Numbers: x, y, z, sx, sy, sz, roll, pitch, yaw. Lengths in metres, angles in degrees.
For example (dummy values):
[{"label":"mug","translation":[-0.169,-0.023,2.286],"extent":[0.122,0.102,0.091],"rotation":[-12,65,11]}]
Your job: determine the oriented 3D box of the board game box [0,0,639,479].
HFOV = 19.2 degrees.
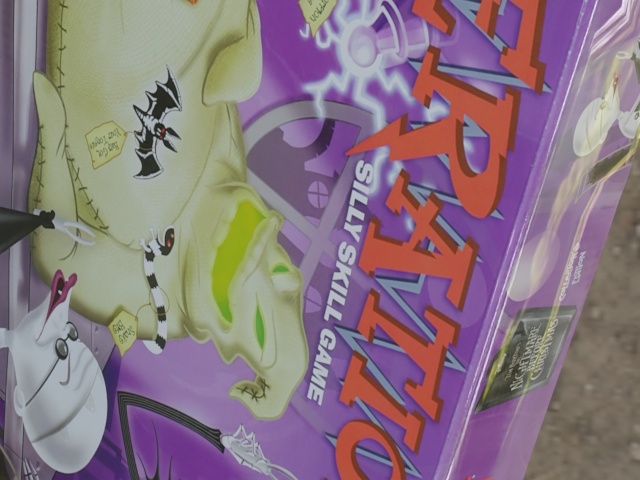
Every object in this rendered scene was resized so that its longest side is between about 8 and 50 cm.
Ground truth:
[{"label":"board game box","translation":[-0.015,-0.035,0.504],"extent":[0.056,0.208,0.346],"rotation":[-16,128,-48]}]
